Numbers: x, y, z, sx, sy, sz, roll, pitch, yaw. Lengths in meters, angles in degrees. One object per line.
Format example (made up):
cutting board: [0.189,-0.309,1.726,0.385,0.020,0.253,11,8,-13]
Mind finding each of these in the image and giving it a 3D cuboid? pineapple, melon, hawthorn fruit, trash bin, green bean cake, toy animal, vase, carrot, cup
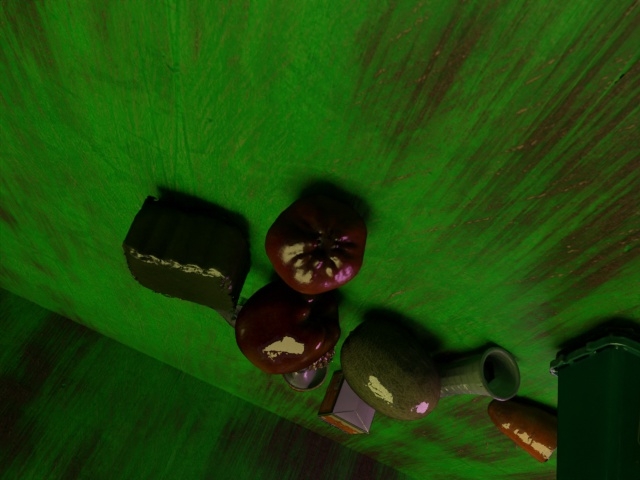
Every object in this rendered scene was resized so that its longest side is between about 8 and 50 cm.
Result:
pineapple: [-0.023,0.352,1.675,0.167,0.166,0.193,21,147,7]
melon: [0.206,0.379,1.455,0.329,0.248,0.248,46,146,-2]
hawthorn fruit: [-0.019,0.011,1.125,0.224,0.224,0.261,31,168,-10]
trash bin: [0.647,0.418,1.088,0.259,0.380,0.295,25,149,2]
green bean cake: [-0.362,0.042,1.414,0.320,0.217,0.335,17,155,-2]
toy animal: [-0.307,0.282,1.829,0.367,0.081,0.206,32,159,-12]
vase: [0.427,0.406,1.466,0.143,0.143,0.299,32,151,-11]
carrot: [0.643,0.586,1.584,0.225,0.159,0.159,26,150,19]
cup: [-0.082,0.489,1.936,0.226,0.183,0.264,54,161,17]

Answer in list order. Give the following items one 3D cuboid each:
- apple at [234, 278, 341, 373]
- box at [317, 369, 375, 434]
apple: [-0.098,0.251,1.468,0.288,0.288,0.317,39,133,-21]
box: [0.116,0.640,1.968,0.178,0.194,0.148,32,148,-12]
